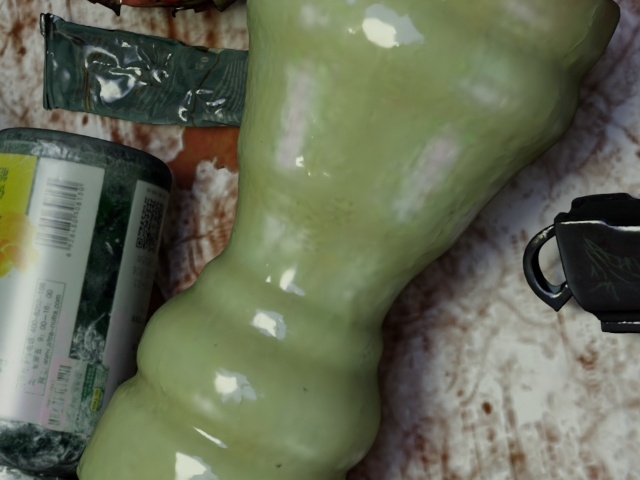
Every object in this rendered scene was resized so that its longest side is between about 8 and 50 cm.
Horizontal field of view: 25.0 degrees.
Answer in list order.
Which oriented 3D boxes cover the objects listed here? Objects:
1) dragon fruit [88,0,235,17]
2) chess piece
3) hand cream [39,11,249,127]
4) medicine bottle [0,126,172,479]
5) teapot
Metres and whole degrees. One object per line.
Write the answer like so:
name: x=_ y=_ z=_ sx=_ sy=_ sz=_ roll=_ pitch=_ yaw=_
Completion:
dragon fruit: x=-0.122 y=-0.282 z=1.037 sx=0.244 sy=0.244 sz=0.299 roll=-40 pitch=60 yaw=11
chess piece: x=0.000 y=0.000 z=0.964 sx=0.234 sy=0.234 sz=0.442 roll=27 pitch=96 yaw=24
hand cream: x=-0.117 y=-0.126 z=1.111 sx=0.248 sy=0.052 sz=0.075 roll=10 pitch=84 yaw=24
medicine bottle: x=-0.202 y=0.073 z=1.061 sx=0.141 sy=0.141 sz=0.293 roll=7 pitch=83 yaw=23
teapot: x=0.219 y=0.022 z=0.936 sx=0.177 sy=0.087 sz=0.096 roll=-1 pitch=103 yaw=22
